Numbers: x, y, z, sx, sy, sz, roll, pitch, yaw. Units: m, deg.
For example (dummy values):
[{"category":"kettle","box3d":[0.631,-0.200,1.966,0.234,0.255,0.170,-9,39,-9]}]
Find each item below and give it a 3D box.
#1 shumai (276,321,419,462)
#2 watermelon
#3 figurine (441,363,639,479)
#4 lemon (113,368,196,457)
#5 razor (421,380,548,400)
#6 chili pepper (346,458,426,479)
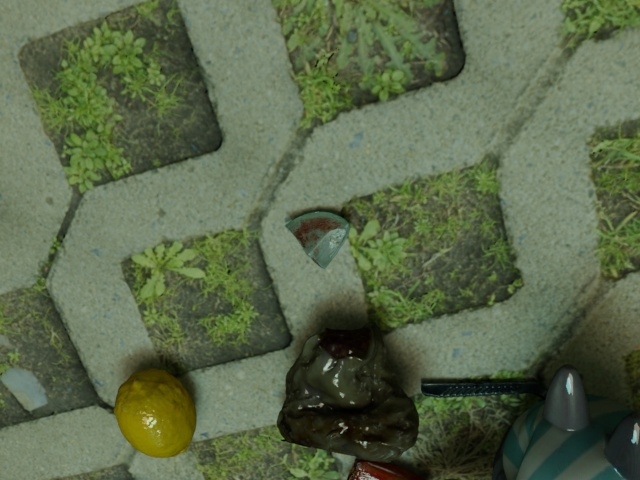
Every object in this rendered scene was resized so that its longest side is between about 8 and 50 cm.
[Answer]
[{"category":"shumai","box3d":[0.043,0.203,1.559,0.184,0.218,0.185,13,81,-11]},{"category":"watermelon","box3d":[0.000,0.000,1.465,0.085,0.061,0.085,10,129,12]},{"category":"figurine","box3d":[0.280,0.290,1.467,0.361,0.266,0.377,-9,123,-5]},{"category":"lemon","box3d":[-0.236,0.253,1.633,0.114,0.114,0.155,-8,127,14]},{"category":"razor","box3d":[0.236,0.210,1.578,0.190,0.033,0.066,2,161,12]},{"category":"chili pepper","box3d":[0.099,0.369,1.674,0.123,0.073,0.070,22,165,-2]}]
